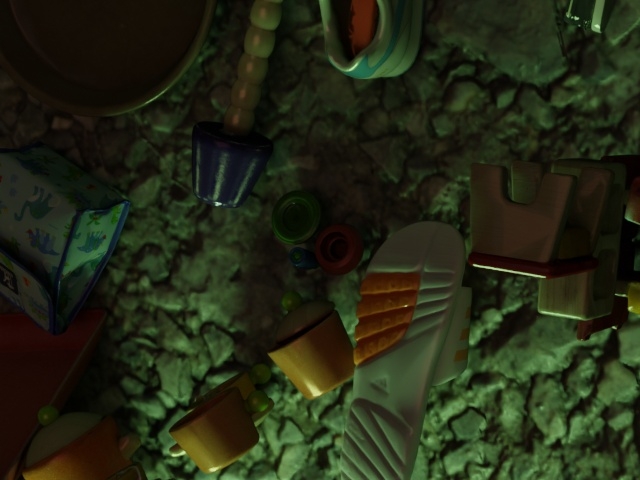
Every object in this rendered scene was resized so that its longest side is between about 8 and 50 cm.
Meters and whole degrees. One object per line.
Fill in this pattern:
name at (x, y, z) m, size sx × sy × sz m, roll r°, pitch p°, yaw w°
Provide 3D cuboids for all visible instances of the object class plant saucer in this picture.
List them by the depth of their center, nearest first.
plant saucer at (-0.212, -0.257, 1.794) m, size 0.278 × 0.041 × 0.278 m, roll 4°, pitch 99°, yaw 25°
plant saucer at (-0.356, 0.170, 1.837) m, size 0.258 × 0.259 × 0.048 m, roll -4°, pitch 125°, yaw 26°

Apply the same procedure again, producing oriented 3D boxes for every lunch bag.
lunch bag at (-0.276, -0.001, 1.837) m, size 0.129 × 0.096 × 0.151 m, roll 35°, pitch 118°, yaw 25°

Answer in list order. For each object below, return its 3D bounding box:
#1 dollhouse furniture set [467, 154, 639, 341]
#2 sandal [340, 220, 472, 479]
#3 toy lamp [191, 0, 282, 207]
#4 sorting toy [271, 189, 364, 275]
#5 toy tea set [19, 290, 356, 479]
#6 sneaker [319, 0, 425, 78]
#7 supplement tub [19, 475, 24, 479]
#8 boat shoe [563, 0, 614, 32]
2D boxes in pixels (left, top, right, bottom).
dollhouse furniture set at (0.267, 0.022, 1.423) m, size 0.201 × 0.374 × 0.152 m, roll 8°, pitch 97°, yaw 26°
sandal at (0.081, 0.113, 1.689) m, size 0.102 × 0.076 × 0.265 m, roll 14°, pitch 92°, yaw 40°
toy lamp at (-0.060, -0.165, 1.717) m, size 0.080 × 0.080 × 0.275 m, roll 22°, pitch 104°, yaw 21°
sorting toy at (0.000, 0.000, 1.737) m, size 0.102 × 0.042 × 0.061 m, roll 39°, pitch 97°, yaw 28°
toy tea set at (-0.128, 0.147, 1.702) m, size 0.124 × 0.336 × 0.200 m, roll 58°, pitch 153°, yaw -4°
sneaker at (0.045, -0.255, 1.641) m, size 0.087 × 0.092 × 0.229 m, roll 2°, pitch 97°, yaw 27°
supplement tub at (-0.353, 0.304, 1.865) m, size 0.316 × 0.193 × 0.194 m, roll -4°, pitch 96°, yaw 27°
boat shoe at (0.232, -0.238, 1.581) m, size 0.038 × 0.046 × 0.125 m, roll 15°, pitch 113°, yaw 18°
